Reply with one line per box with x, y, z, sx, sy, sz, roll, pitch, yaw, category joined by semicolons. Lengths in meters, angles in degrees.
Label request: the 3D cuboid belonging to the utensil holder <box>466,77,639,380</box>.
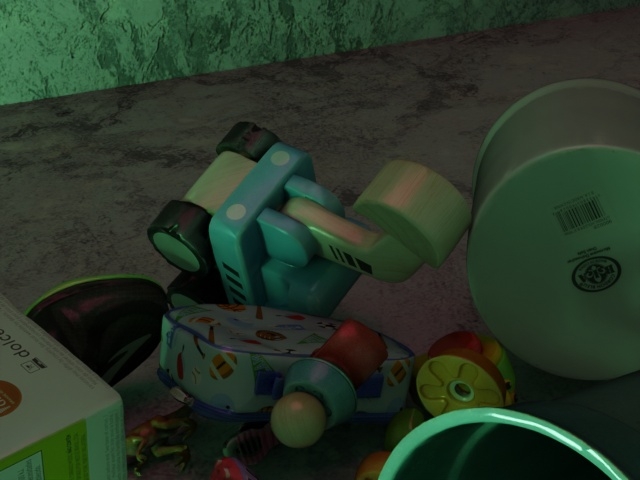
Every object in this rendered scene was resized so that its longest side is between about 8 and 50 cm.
0.357;-0.022;1.767;0.328;0.327;0.385;-2;18;10;utensil holder

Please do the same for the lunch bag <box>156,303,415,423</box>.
-0.048;0.159;1.643;0.303;0.115;0.243;3;10;-28;lunch bag

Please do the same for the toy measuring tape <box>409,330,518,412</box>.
0.159;0.160;1.709;0.121;0.121;0.330;-15;16;-22;toy measuring tape

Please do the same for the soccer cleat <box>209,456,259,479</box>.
-0.059;0.313;1.453;0.095;0.083;0.248;17;7;-25;soccer cleat

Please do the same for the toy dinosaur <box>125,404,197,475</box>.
-0.197;0.236;1.666;0.112;0.064;0.211;12;28;39;toy dinosaur

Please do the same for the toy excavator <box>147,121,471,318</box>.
0.000;0.000;1.800;0.445;0.433;0.222;24;59;23;toy excavator

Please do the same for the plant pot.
0.279;0.265;1.181;0.341;0.341;0.334;16;23;42;plant pot

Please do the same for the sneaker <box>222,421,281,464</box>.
-0.086;0.244;1.653;0.057;0.047;0.119;6;17;40;sneaker

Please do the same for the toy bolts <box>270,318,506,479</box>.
0.063;0.197;1.424;0.228;0.218;0.158;38;42;4;toy bolts

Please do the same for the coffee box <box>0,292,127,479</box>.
-0.405;0.260;1.224;0.334;0.338;0.338;-25;42;-37;coffee box

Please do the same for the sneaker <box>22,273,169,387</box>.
-0.358;0.210;1.661;0.202;0.185;0.483;22;45;37;sneaker
